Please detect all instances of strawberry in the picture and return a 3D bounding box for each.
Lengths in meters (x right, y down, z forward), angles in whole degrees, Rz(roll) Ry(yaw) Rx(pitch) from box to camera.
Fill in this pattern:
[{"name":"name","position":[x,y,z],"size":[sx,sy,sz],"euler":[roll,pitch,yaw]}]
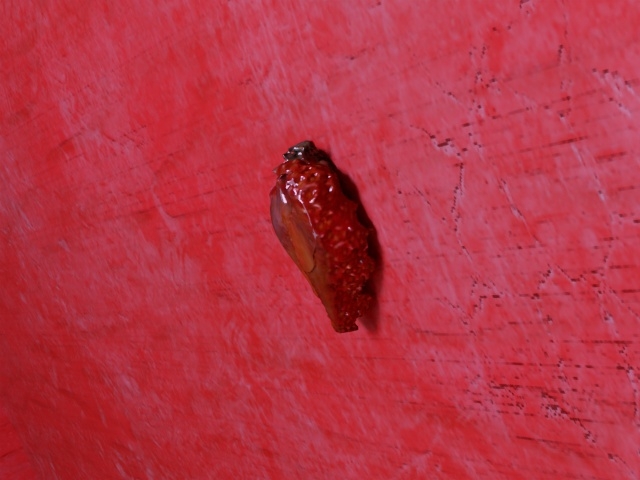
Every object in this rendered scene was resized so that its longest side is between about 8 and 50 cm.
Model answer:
[{"name":"strawberry","position":[-0.003,0.001,1.101],"size":[0.104,0.048,0.152],"euler":[35,142,57]}]
